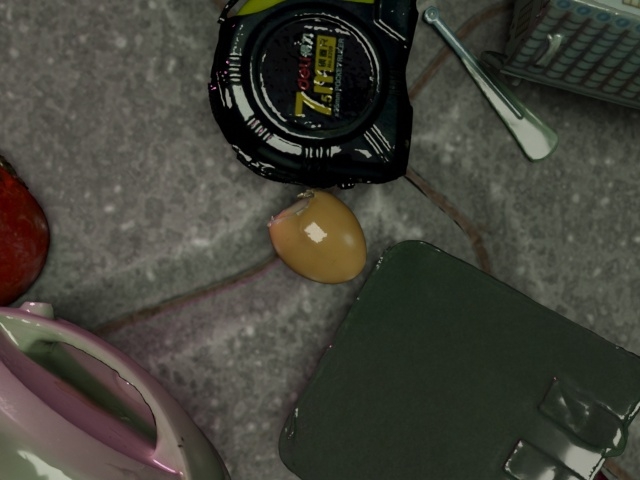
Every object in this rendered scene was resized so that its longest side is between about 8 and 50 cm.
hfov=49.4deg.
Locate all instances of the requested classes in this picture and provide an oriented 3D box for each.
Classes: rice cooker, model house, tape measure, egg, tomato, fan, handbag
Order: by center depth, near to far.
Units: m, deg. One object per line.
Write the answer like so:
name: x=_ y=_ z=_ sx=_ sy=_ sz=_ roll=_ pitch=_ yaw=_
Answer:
rice cooker: x=-0.227 y=0.206 z=0.528 sx=0.288 sy=0.288 sz=0.277 roll=38 pitch=88 yaw=-7
tomato: x=-0.341 y=-0.011 z=0.594 sx=0.173 sy=0.099 sz=0.189 roll=-40 pitch=98 yaw=-6
handbag: x=0.122 y=0.153 z=0.610 sx=0.260 sy=0.079 sz=0.247 roll=31 pitch=89 yaw=27
model house: x=0.283 y=-0.225 z=0.615 sx=0.224 sy=0.198 sz=0.215 roll=13 pitch=85 yaw=-8
tape measure: x=-0.009 y=-0.146 z=0.628 sx=0.186 sy=0.112 sz=0.199 roll=5 pitch=86 yaw=-14
egg: x=0.000 y=0.000 z=0.649 sx=0.080 sy=0.080 sz=0.096 roll=-38 pitch=104 yaw=-4
fan: x=0.168 y=-0.156 z=0.695 sx=0.038 sy=0.016 sz=0.193 roll=-44 pitch=97 yaw=-2

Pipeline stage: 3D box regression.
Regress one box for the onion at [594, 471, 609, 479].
onion: x=0.186 y=0.308 z=0.651 sx=0.250 sy=0.111 sz=0.247 roll=-33 pitch=105 yaw=0
